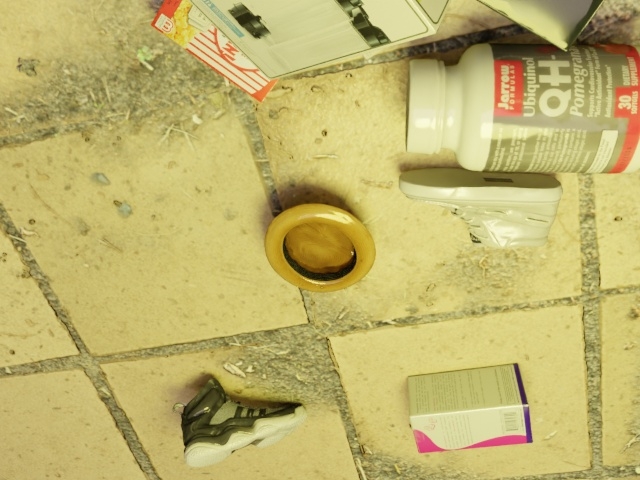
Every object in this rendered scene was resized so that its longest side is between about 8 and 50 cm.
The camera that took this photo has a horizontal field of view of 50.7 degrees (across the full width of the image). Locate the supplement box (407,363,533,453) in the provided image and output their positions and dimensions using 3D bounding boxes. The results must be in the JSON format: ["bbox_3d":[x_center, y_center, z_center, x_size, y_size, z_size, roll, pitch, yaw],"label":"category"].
[{"bbox_3d":[0.287,0.328,1.315,0.220,0.114,0.111,-9,123,10],"label":"supplement box"}]

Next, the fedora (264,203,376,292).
[{"bbox_3d":[0.000,0.000,1.146,0.194,0.079,0.194,0,128,0],"label":"fedora"}]

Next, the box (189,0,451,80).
[{"bbox_3d":[-0.007,-0.296,0.783,0.290,0.087,0.169,0,148,47],"label":"box"}]

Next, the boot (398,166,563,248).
[{"bbox_3d":[0.249,-0.043,1.081,0.258,0.095,0.123,4,117,2],"label":"boot"}]

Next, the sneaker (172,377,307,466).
[{"bbox_3d":[-0.165,0.348,1.380,0.268,0.153,0.101,-12,148,-28],"label":"sneaker"}]

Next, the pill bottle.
[{"bbox_3d":[0.280,-0.182,0.938,0.318,0.176,0.176,1,124,4],"label":"pill bottle"}]

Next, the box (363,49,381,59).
[{"bbox_3d":[-0.006,-0.369,0.855,0.067,0.063,0.324,-28,134,25],"label":"box"}]

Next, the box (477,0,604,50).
[{"bbox_3d":[0.205,-0.360,0.824,0.261,0.184,0.103,25,120,-11],"label":"box"}]

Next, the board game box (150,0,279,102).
[{"bbox_3d":[-0.121,-0.314,0.969,0.193,0.045,0.147,33,121,-16],"label":"board game box"}]
